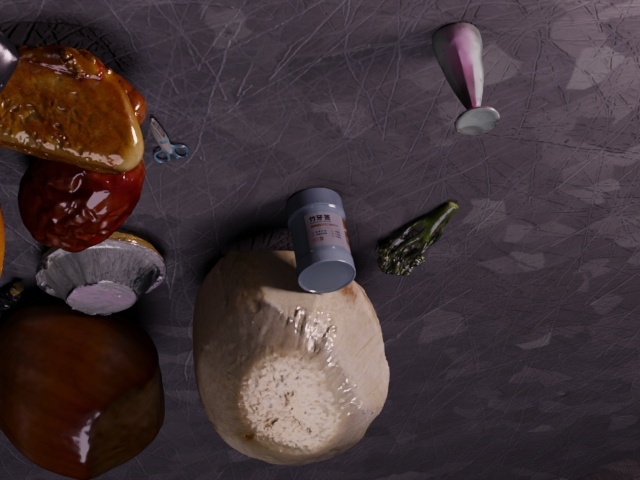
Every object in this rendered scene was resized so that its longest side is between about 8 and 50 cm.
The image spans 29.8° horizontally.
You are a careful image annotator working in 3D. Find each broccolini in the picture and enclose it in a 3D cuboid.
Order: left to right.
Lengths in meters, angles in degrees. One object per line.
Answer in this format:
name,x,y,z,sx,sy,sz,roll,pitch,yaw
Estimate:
broccolini,0.175,0.002,2.172,0.091,0.068,0.202,27,138,-15

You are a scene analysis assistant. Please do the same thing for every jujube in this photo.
jujube,-0.367,-0.079,1.837,0.174,0.174,0.250,7,157,-22

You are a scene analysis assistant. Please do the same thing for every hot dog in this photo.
hot dog,-0.360,-0.190,1.652,0.256,0.153,0.150,14,173,-14

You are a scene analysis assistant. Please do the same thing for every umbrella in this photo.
umbrella,-0.590,0.116,2.232,0.040,0.037,0.144,17,144,-36

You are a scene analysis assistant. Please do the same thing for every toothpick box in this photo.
toothpick box,0.000,0.000,2.037,0.101,0.153,0.101,-7,145,-5

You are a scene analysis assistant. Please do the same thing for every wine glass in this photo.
wine glass,0.208,-0.229,1.703,0.073,0.155,0.073,-8,147,-5

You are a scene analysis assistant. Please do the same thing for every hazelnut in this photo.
hazelnut,-0.462,0.278,2.280,0.365,0.366,0.366,-5,149,-3

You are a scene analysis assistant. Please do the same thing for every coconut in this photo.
coconut,-0.059,0.191,2.176,0.344,0.415,0.415,-11,149,3

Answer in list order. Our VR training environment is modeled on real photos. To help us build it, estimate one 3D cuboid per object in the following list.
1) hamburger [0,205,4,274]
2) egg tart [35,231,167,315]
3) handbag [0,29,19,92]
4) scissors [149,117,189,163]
hamburger,-0.628,-0.003,1.685,0.277,0.396,0.395,-15,151,37
egg tart,-0.388,0.067,2.140,0.234,0.094,0.234,-7,150,-4
handbag,-0.539,-0.299,1.452,0.178,0.275,0.302,-54,142,-8
scissors,-0.244,-0.155,1.872,0.058,0.014,0.119,-14,152,4
